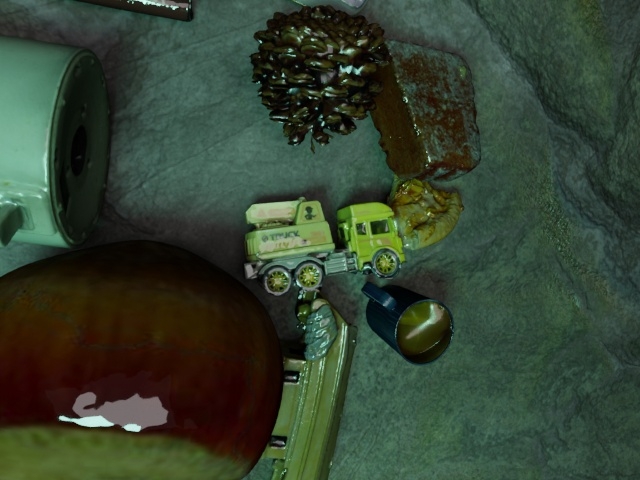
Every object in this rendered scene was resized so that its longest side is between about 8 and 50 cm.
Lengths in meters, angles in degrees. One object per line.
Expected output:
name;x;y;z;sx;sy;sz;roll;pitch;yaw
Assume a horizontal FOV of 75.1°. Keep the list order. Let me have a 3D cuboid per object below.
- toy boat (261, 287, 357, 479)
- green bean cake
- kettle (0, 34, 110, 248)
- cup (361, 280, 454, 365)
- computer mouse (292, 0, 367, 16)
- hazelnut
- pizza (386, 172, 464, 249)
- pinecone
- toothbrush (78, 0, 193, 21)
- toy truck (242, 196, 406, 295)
toy boat;-0.046;0.304;0.732;0.162;0.136;0.446;9;95;-13
green bean cake;0.171;-0.219;0.728;0.198;0.097;0.233;-2;80;-21
kettle;-0.472;-0.095;0.454;0.376;0.361;0.250;7;136;-15
cup;0.152;0.132;0.765;0.113;0.138;0.150;-22;103;-14
computer mouse;-0.027;-0.461;0.681;0.245;0.056;0.126;17;91;-18
hazelnut;-0.255;0.175;0.559;0.409;0.359;0.359;15;92;-16
pizza;0.188;-0.073;0.771;0.182;0.062;0.161;-22;68;-35
pinecone;-0.006;-0.249;0.646;0.221;0.221;0.222;-2;97;-17
toothbrush;-0.372;-0.369;0.597;0.363;0.041;0.041;3;96;-17
toy truck;0.000;0.000;0.714;0.272;0.124;0.157;-8;91;-13
